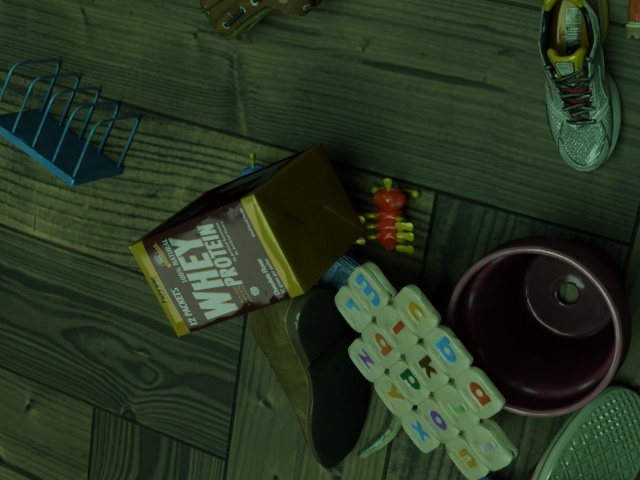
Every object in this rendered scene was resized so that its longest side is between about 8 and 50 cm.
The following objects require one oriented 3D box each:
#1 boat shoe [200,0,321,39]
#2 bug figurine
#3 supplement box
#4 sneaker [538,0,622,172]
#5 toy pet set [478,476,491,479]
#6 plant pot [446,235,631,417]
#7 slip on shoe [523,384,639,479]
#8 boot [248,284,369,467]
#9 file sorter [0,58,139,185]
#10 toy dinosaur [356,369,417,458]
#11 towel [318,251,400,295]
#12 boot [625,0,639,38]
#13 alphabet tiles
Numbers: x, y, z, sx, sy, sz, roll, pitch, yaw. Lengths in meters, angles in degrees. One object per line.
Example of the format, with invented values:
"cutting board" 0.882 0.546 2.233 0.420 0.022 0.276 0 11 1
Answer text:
"boat shoe" -0.025 -0.335 1.386 0.307 0.111 0.104 -12 107 42
"bug figurine" 0.000 0.000 1.482 0.279 0.072 0.216 11 116 20
"supplement box" -0.086 -0.002 1.365 0.194 0.191 0.129 -20 102 31
"sneaker" 0.283 -0.186 1.266 0.088 0.093 0.225 -5 102 29
"toy pet set" 0.235 0.366 1.483 0.122 0.065 0.114 -23 128 34
"plant pot" 0.270 0.080 1.298 0.201 0.180 0.201 8 109 26
"slip on shoe" 0.285 0.318 1.372 0.123 0.101 0.331 28 94 -18
"boot" -0.016 0.174 1.505 0.115 0.112 0.305 19 134 39
"file sorter" -0.364 -0.173 1.600 0.170 0.118 0.104 35 115 15
"toy dinosaur" 0.127 0.198 1.479 0.118 0.064 0.268 28 117 34
"towel" 0.055 0.068 1.425 0.119 0.029 0.067 37 123 6
"boot" 0.408 -0.260 1.202 0.158 0.059 0.084 6 102 28
"alphabet tiles" 0.120 0.158 1.334 0.284 0.021 0.278 53 157 10
